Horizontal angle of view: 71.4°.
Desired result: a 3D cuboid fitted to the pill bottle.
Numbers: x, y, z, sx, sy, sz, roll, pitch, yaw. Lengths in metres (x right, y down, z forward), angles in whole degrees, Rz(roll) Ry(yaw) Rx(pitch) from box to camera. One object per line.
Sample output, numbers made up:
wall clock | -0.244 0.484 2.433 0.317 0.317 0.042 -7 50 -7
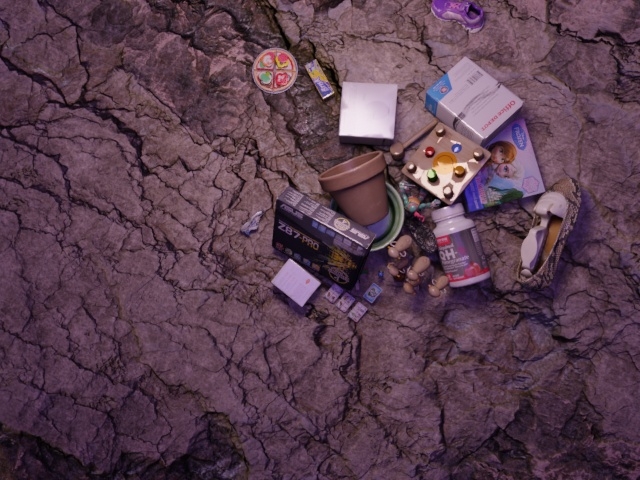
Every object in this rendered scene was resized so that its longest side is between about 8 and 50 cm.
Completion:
pill bottle | 0.555 0.017 1.802 0.176 0.176 0.319 -17 88 4

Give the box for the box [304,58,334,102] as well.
box | -0.002 -0.683 1.914 0.059 0.054 0.169 -29 88 3

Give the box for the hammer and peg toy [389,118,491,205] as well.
hammer and peg toy | 0.458 -0.342 1.780 0.361 0.127 0.266 41 96 23

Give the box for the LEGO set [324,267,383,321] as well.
LEGO set | 0.159 0.197 1.903 0.182 0.060 0.244 38 103 3

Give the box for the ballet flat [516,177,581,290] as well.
ballet flat | 0.895 -0.036 1.771 0.181 0.164 0.483 15 93 -33

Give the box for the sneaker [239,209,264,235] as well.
sneaker | -0.285 -0.076 1.934 0.135 0.052 0.058 -44 96 10

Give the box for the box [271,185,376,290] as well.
box | 0.000 0.000 1.760 0.394 0.318 0.097 30 53 11

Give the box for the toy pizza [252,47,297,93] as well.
toy pizza | -0.200 -0.742 1.940 0.201 0.032 0.202 0 89 4

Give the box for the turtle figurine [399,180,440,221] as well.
turtle figurine | 0.378 -0.167 1.789 0.175 0.234 0.118 32 112 -4

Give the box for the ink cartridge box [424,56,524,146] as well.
ink cartridge box | 0.609 -0.545 1.792 0.223 0.129 0.307 -42 73 -3

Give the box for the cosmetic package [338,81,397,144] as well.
cosmetic package | 0.195 -0.524 1.855 0.224 0.138 0.224 5 90 3

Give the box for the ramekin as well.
ramekin | 0.187 -0.104 1.845 0.303 0.148 0.304 0 89 4

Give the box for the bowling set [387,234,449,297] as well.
bowling set | 0.351 0.145 1.788 0.287 0.154 0.200 46 135 8

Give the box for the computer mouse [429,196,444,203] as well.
computer mouse | 0.515 -0.250 1.876 0.105 0.042 0.193 3 89 5

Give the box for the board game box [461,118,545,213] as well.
board game box | 0.723 -0.306 1.849 0.317 0.066 0.319 -16 87 4

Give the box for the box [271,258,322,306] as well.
box | -0.099 0.177 1.890 0.170 0.091 0.130 39 92 4

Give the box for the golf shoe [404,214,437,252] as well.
golf shoe | 0.421 -0.018 1.821 0.077 0.094 0.198 -33 53 8

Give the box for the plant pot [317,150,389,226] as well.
plant pot | 0.148 -0.181 1.671 0.262 0.263 0.230 -22 107 4

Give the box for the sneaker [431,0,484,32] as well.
sneaker | 0.577 -0.958 1.852 0.236 0.104 0.095 26 92 5
